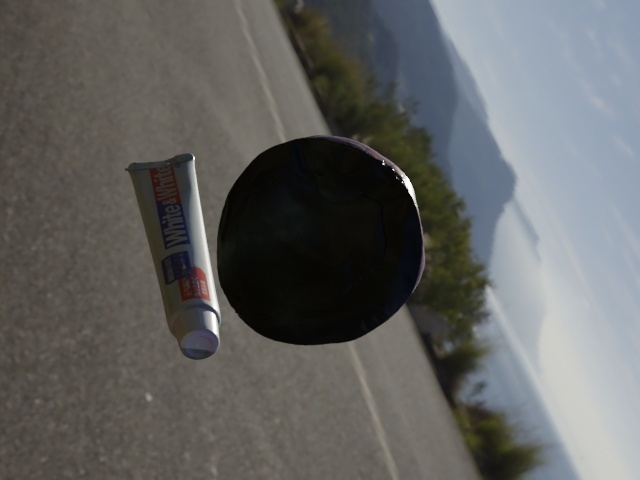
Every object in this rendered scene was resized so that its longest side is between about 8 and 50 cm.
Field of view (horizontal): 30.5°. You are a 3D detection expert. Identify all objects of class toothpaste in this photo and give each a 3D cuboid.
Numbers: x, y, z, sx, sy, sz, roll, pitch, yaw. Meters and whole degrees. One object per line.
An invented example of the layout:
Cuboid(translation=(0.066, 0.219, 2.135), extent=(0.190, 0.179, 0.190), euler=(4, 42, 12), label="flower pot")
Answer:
Cuboid(translation=(-0.097, 0.002, 0.796), extent=(0.218, 0.052, 0.033), euler=(-111, -168, -52), label="toothpaste")

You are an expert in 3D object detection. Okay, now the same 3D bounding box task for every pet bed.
Cuboid(translation=(0.000, 0.000, 1.065), extent=(0.201, 0.201, 0.053), euler=(64, 11, -3), label="pet bed")
